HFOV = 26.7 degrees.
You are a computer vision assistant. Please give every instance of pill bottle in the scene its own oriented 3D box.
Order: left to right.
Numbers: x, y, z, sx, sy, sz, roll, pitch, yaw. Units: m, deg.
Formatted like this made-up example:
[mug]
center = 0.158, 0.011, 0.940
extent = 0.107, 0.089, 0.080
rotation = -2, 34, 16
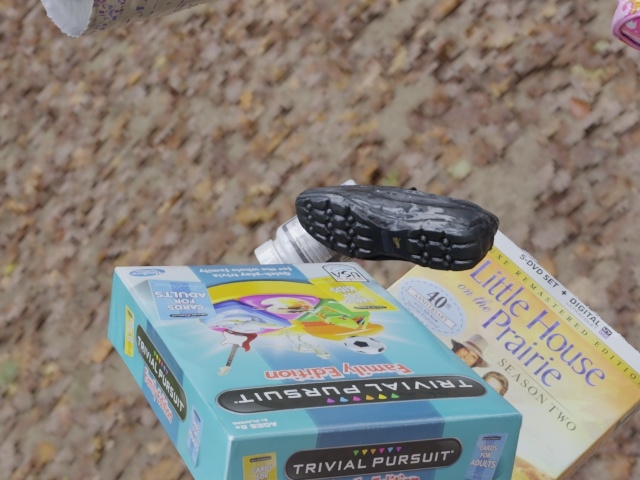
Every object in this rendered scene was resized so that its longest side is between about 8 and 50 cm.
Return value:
[pill bottle]
center = 0.000, 0.000, 1.499
extent = 0.137, 0.078, 0.078
rotation = -34, 35, 4

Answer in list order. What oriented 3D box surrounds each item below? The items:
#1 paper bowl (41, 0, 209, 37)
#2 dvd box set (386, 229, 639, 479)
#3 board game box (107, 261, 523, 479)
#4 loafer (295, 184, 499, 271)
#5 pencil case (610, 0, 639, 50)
[paper bowl]
center = -0.139, -0.233, 0.623
extent = 0.148, 0.284, 0.284
rotation = -20, 30, -18
[dvd box set]
center = 0.145, 0.195, 1.554
extent = 0.420, 0.062, 0.307
rotation = -37, 67, -21
[board game box]
center = -0.019, 0.115, 1.184
extent = 0.336, 0.254, 0.079
rotation = -138, 51, -58
[loafer]
center = 0.078, -0.020, 1.401
extent = 0.223, 0.076, 0.078
rotation = 12, 35, 30
[pencil case]
center = 0.400, -0.349, 1.508
extent = 0.124, 0.124, 0.284
rotation = -6, 65, 44
